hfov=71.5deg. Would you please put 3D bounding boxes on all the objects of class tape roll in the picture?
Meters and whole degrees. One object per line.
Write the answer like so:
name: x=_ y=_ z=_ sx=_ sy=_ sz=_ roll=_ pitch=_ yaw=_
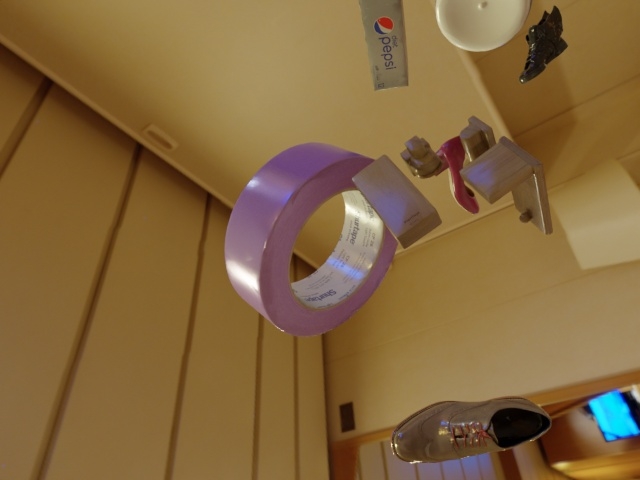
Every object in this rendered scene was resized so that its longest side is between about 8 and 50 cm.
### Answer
tape roll: x=0.000 y=0.000 z=0.658 sx=0.090 sy=0.275 sz=0.275 roll=30 pitch=-178 yaw=40

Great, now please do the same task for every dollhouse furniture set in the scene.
dollhouse furniture set: x=0.151 y=-0.043 z=0.518 sx=0.123 sy=0.151 sz=0.144 roll=47 pitch=-170 yaw=-46

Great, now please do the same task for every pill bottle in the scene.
pill bottle: x=0.267 y=-0.408 z=0.687 sx=0.130 sy=0.130 sz=0.246 roll=49 pitch=-131 yaw=-27

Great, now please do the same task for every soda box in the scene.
soda box: x=0.163 y=-0.517 z=1.109 sx=0.286 sy=0.098 sz=0.091 roll=63 pitch=-154 yaw=-57

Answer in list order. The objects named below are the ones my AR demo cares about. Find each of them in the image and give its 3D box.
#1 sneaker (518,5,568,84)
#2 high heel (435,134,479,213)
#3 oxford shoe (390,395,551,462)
sneaker: x=0.458 y=-0.412 z=0.939 sx=0.089 sy=0.170 sz=0.051 roll=50 pitch=168 yaw=-9
high heel: x=0.392 y=-0.172 z=1.196 sx=0.244 sy=0.117 sz=0.082 roll=43 pitch=-154 yaw=-24
oxford shoe: x=0.323 y=0.411 z=0.976 sx=0.130 sy=0.348 sz=0.123 roll=72 pitch=-178 yaw=-73
